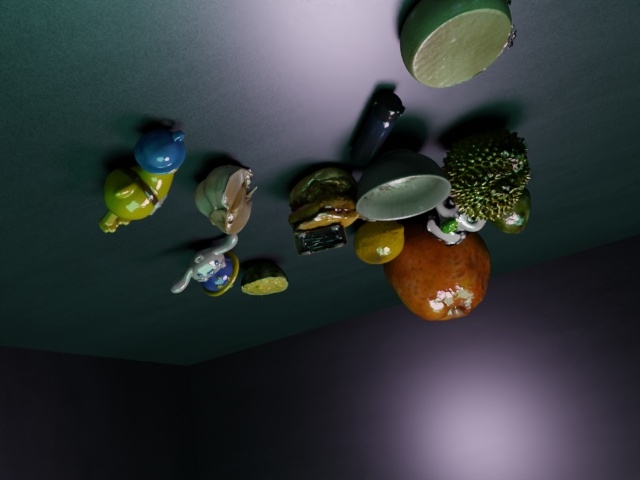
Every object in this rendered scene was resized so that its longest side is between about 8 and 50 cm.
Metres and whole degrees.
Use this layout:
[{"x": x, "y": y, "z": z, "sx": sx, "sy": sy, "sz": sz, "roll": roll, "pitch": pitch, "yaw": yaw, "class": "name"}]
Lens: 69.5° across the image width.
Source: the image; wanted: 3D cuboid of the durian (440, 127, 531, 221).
[{"x": 0.497, "y": -0.211, "z": 1.408, "sx": 0.290, "sy": 0.292, "sz": 0.224, "roll": -5, "pitch": -164, "yaw": -21, "class": "durian"}]

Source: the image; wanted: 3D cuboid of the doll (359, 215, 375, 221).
[{"x": 0.169, "y": -0.117, "z": 1.591, "sx": 0.105, "sy": 0.115, "sz": 0.221, "roll": 22, "pitch": -159, "yaw": 22, "class": "doll"}]

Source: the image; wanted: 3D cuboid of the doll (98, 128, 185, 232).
[{"x": -0.447, "y": -0.157, "z": 1.173, "sx": 0.363, "sy": 0.145, "sz": 0.199, "roll": -39, "pitch": -173, "yaw": 31, "class": "doll"}]

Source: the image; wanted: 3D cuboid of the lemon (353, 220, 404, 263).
[{"x": 0.233, "y": 0.002, "z": 1.850, "sx": 0.188, "sy": 0.189, "sz": 0.256, "roll": 7, "pitch": 151, "yaw": -42, "class": "lemon"}]

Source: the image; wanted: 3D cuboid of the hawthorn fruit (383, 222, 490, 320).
[{"x": 0.515, "y": 0.125, "z": 1.992, "sx": 0.470, "sy": 0.473, "sz": 0.472, "roll": -12, "pitch": 158, "yaw": -5, "class": "hawthorn fruit"}]

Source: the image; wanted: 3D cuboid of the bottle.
[{"x": 0.146, "y": -0.296, "z": 1.240, "sx": 0.072, "sy": 0.082, "sz": 0.244, "roll": -53, "pitch": 178, "yaw": -29, "class": "bottle"}]

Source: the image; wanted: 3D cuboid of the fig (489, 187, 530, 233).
[{"x": 0.692, "y": -0.136, "z": 1.813, "sx": 0.234, "sy": 0.203, "sz": 0.203, "roll": 6, "pitch": 160, "yaw": 9, "class": "fig"}]

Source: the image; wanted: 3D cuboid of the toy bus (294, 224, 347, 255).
[{"x": 0.000, "y": 0.000, "z": 1.447, "sx": 0.161, "sy": 0.070, "sz": 0.074, "roll": -13, "pitch": 177, "yaw": 1, "class": "toy bus"}]

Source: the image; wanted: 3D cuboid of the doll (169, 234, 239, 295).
[{"x": -0.398, "y": 0.077, "z": 1.760, "sx": 0.311, "sy": 0.160, "sz": 0.242, "roll": -47, "pitch": 134, "yaw": 15, "class": "doll"}]

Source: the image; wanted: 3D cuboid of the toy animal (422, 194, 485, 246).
[{"x": 0.504, "y": -0.107, "z": 1.712, "sx": 0.212, "sy": 0.213, "sz": 0.267, "roll": -8, "pitch": 159, "yaw": -13, "class": "toy animal"}]

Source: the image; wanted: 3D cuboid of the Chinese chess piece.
[{"x": 0.284, "y": -0.429, "z": 0.971, "sx": 0.237, "sy": 0.093, "sz": 0.238, "roll": -11, "pitch": 157, "yaw": -5, "class": "Chinese chess piece"}]

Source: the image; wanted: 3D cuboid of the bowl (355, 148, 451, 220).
[{"x": 0.237, "y": -0.184, "z": 1.398, "sx": 0.288, "sy": 0.146, "sz": 0.289, "roll": -7, "pitch": 158, "yaw": -3, "class": "bowl"}]

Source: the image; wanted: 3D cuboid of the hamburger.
[{"x": 0.011, "y": -0.117, "z": 1.478, "sx": 0.244, "sy": 0.163, "sz": 0.244, "roll": -14, "pitch": 166, "yaw": -4, "class": "hamburger"}]

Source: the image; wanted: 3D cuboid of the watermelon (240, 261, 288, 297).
[{"x": -0.248, "y": 0.165, "z": 2.036, "sx": 0.203, "sy": 0.128, "sz": 0.232, "roll": -22, "pitch": 155, "yaw": 20, "class": "watermelon"}]

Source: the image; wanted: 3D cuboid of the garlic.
[{"x": -0.281, "y": -0.124, "z": 1.331, "sx": 0.142, "sy": 0.178, "sz": 0.230, "roll": 13, "pitch": 144, "yaw": 16, "class": "garlic"}]
